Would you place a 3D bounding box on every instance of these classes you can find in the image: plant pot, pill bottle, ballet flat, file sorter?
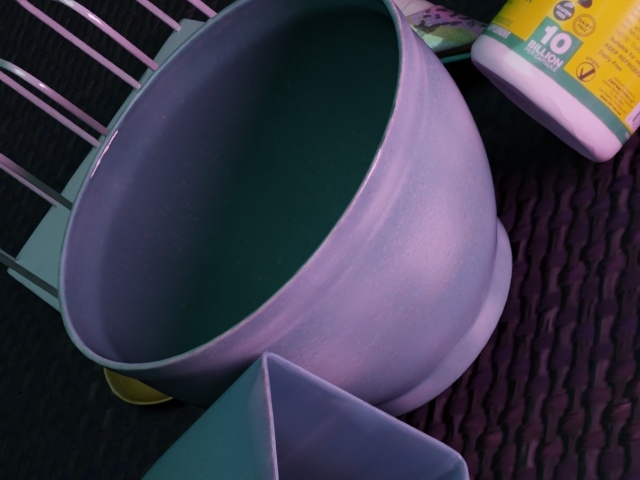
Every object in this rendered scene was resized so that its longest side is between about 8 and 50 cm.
[{"bbox_3d":[-0.043,0.219,1.091,0.234,0.166,0.165,-40,36,28],"label":"plant pot"},{"bbox_3d":[0.203,-0.163,1.182,0.208,0.117,0.117,-50,35,3],"label":"pill bottle"},{"bbox_3d":[0.032,-0.146,1.388,0.221,0.077,0.079,-18,90,44],"label":"ballet flat"},{"bbox_3d":[-0.210,-0.105,1.533,0.277,0.173,0.193,-55,26,-5],"label":"file sorter"},{"bbox_3d":[0.000,0.000,1.200,0.293,0.196,0.293,-30,40,29],"label":"plant pot"}]

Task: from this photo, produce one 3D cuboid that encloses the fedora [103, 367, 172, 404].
[{"bbox_3d":[-0.115,0.028,1.410,0.194,0.079,0.194,-29,40,29],"label":"fedora"}]
